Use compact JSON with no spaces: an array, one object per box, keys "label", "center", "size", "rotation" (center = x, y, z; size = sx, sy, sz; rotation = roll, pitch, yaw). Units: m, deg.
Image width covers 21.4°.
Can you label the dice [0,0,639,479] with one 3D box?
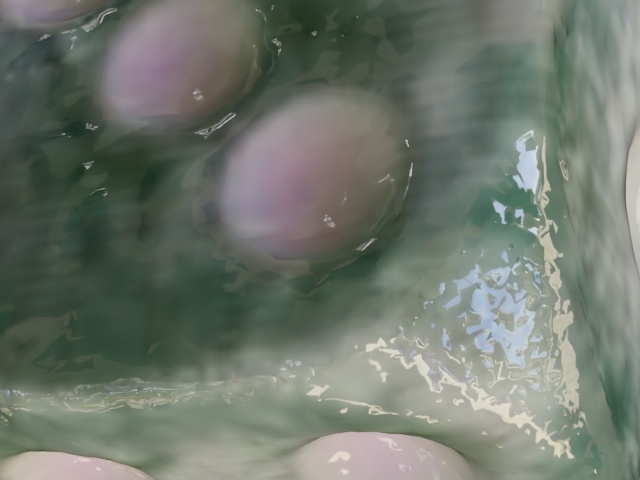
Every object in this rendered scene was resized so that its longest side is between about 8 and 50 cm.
[{"label":"dice","center":[0.000,0.000,0.843],"size":[0.348,0.330,0.328],"rotation":[-8,56,24]}]
